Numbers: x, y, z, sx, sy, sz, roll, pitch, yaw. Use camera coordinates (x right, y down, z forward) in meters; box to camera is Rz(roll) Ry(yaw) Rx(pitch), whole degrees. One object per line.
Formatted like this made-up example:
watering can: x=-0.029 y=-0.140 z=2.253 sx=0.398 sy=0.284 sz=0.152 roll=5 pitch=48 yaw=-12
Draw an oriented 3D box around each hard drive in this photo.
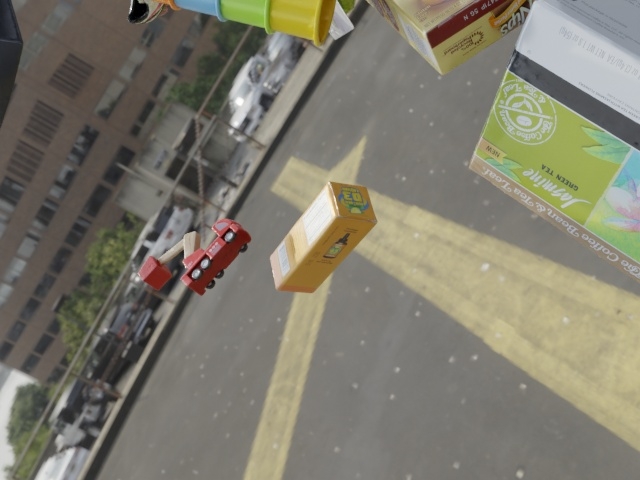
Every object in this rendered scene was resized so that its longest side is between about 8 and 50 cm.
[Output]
hard drive: x=-0.596 y=-0.318 z=1.397 sx=0.254 sy=0.054 sz=0.172 roll=-50 pitch=55 yaw=43

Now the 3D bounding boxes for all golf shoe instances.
golf shoe: x=-0.315 y=-0.483 z=1.474 sx=0.086 sy=0.067 sz=0.186 roll=-51 pitch=-3 yaw=-42

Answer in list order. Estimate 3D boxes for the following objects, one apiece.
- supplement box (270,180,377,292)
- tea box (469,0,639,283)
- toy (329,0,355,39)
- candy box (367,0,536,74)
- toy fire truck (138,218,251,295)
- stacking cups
supplement box: x=0.000 y=0.000 z=1.304 sx=0.233 sy=0.078 sz=0.080 roll=-47 pitch=44 yaw=46
tea box: x=0.435 y=-0.171 z=1.088 sx=0.220 sy=0.329 sz=0.323 roll=-40 pitch=-24 yaw=-30
toy: x=0.011 y=-0.377 z=1.167 sx=0.056 sy=0.137 sz=0.237 roll=-38 pitch=12 yaw=-1
candy box: x=0.173 y=-0.395 z=1.160 sx=0.183 sy=0.087 sz=0.316 roll=-32 pitch=46 yaw=2
toy fire truck: x=-0.226 y=0.028 z=1.398 sx=0.192 sy=0.047 sz=0.135 roll=-49 pitch=48 yaw=-3
stacking cups: x=-0.140 y=-0.319 z=0.963 sx=0.096 sy=0.316 sz=0.096 roll=15 pitch=-90 yaw=-81
